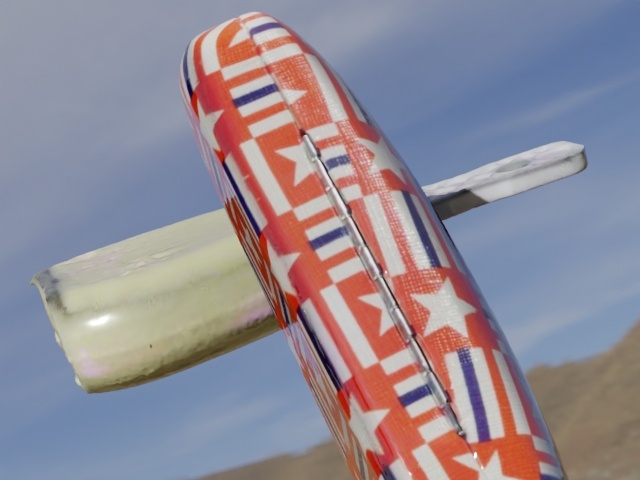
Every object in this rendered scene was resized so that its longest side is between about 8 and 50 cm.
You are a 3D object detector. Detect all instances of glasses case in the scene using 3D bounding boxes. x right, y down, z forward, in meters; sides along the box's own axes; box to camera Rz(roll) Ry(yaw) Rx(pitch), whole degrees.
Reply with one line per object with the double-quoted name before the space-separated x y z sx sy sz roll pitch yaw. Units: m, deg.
"glasses case" 0.019 0.024 0.448 0.049 0.194 0.073 -24 -25 -8

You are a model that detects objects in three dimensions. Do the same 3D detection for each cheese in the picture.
"cheese" 0.000 0.000 0.561 0.192 0.037 0.097 -20 13 -9
